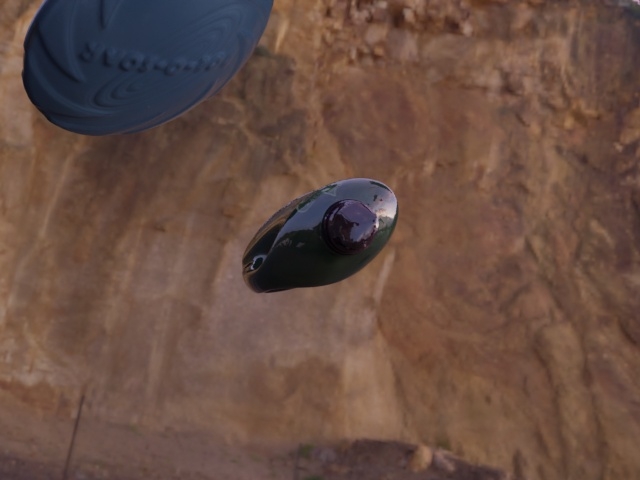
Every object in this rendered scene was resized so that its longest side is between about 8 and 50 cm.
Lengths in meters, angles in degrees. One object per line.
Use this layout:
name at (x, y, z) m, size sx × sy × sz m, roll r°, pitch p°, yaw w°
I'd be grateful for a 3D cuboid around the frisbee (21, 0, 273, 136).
frisbee at (-0.169, -0.201, 0.956) m, size 0.289 × 0.049 × 0.289 m, roll -28°, pitch -23°, yaw -13°

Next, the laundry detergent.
laundry detergent at (0.000, 0.000, 0.759) m, size 0.078 × 0.144 × 0.222 m, roll 57°, pitch -5°, yaw -5°
